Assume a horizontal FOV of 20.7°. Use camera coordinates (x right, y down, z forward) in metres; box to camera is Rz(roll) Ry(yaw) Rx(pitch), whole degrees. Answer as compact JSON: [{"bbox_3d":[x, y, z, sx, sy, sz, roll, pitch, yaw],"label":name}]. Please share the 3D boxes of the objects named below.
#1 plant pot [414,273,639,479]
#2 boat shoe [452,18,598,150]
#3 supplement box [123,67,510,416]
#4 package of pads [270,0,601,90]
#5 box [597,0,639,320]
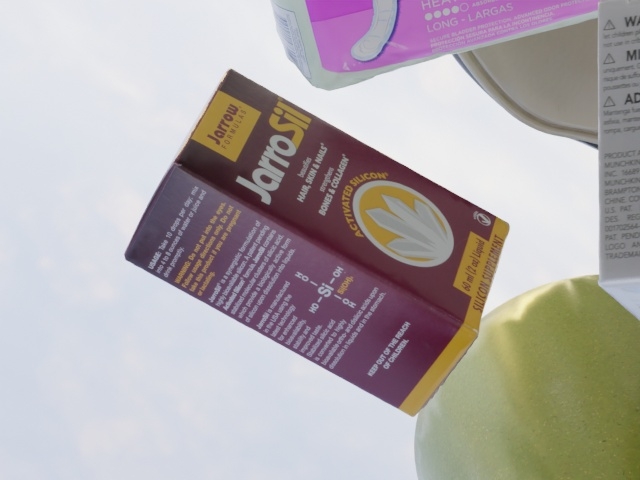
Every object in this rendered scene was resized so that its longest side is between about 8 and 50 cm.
[{"bbox_3d":[0.223,0.208,1.247,0.275,0.275,0.293,29,-163,-16],"label":"plant pot"},{"bbox_3d":[0.179,-0.120,1.146,0.335,0.112,0.095,27,-164,-34],"label":"boat shoe"},{"bbox_3d":[0.000,0.000,0.981,0.188,0.081,0.104,29,-140,-5],"label":"supplement box"},{"bbox_3d":[0.100,-0.221,0.847,0.101,0.296,0.229,-108,2,-63],"label":"package of pads"},{"bbox_3d":[0.183,-0.011,0.649,0.203,0.114,0.103,32,-123,-59],"label":"box"}]
